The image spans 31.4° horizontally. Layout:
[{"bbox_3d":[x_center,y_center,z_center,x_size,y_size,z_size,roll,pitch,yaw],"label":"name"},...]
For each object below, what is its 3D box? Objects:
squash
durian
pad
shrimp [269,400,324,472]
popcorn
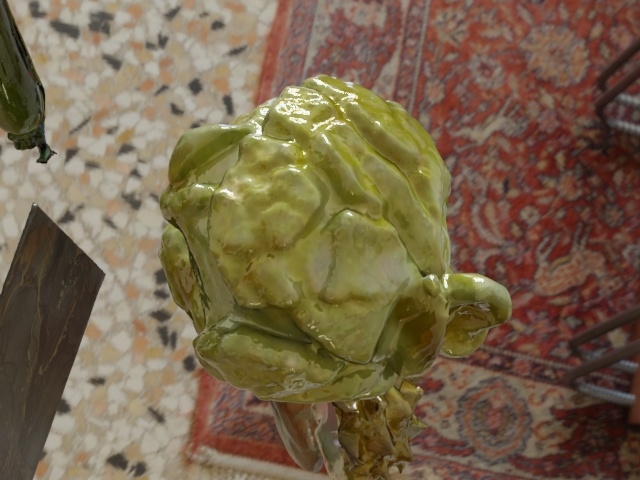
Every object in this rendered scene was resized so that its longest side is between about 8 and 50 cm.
[{"bbox_3d":[-0.380,-0.222,1.311,0.087,0.331,0.087,-8,39,7],"label":"squash"},{"bbox_3d":[0.032,0.113,0.789,0.078,0.224,0.140,-17,64,-8],"label":"durian"},{"bbox_3d":[-0.255,0.171,0.899,0.007,0.247,0.367,16,78,5],"label":"pad"},{"bbox_3d":[-0.046,0.092,1.034,0.052,0.143,0.251,-14,101,-17],"label":"shrimp"},{"bbox_3d":[0.000,0.000,0.484,0.162,0.141,0.135,21,95,24],"label":"popcorn"}]
